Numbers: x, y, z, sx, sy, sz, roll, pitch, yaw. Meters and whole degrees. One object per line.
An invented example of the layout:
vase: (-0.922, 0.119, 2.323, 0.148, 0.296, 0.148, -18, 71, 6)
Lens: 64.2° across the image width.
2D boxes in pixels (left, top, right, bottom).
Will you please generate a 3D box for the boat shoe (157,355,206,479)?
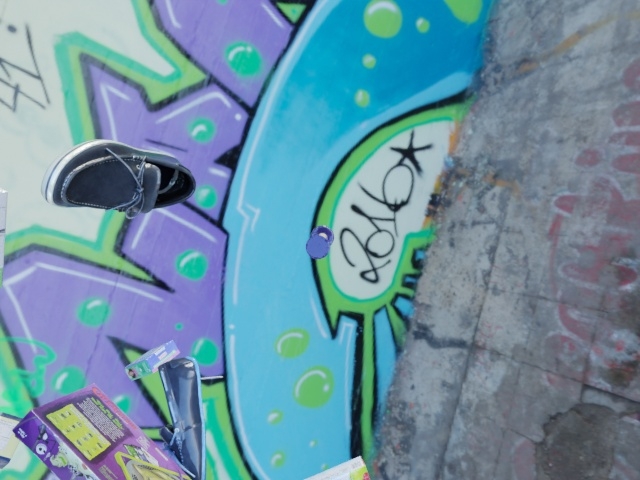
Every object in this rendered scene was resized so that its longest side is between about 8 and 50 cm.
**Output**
boat shoe: (-0.266, 0.357, 0.975, 0.109, 0.089, 0.258, 122, 141, -64)

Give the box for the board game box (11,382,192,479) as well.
board game box: (-0.292, 0.376, 0.802, 0.056, 0.347, 0.208, -47, -4, 0)

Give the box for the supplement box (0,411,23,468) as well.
supplement box: (-0.630, 0.395, 1.009, 0.083, 0.056, 0.083, -37, 33, 42)

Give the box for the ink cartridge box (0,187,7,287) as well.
ink cartridge box: (-0.928, -0.023, 1.332, 0.198, 0.115, 0.273, 20, 105, 28)

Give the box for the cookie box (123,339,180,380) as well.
cookie box: (-0.412, 0.294, 1.249, 0.107, 0.040, 0.092, -27, 6, 38)

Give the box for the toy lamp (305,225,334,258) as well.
toy lamp: (0.000, 0.000, 1.584, 0.275, 0.080, 0.080, -54, -13, -81)

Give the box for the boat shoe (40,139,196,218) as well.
boat shoe: (-0.522, -0.163, 1.399, 0.187, 0.156, 0.500, -65, -17, 16)

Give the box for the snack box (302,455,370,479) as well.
snack box: (0.036, 0.520, 1.051, 0.037, 0.141, 0.100, -142, 35, -74)

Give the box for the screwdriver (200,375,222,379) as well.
screwdriver: (-0.349, 0.379, 1.407, 0.024, 0.170, 0.025, -35, -68, -77)
